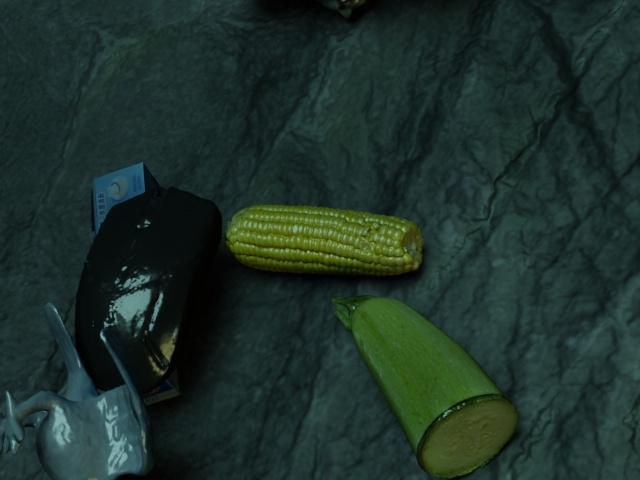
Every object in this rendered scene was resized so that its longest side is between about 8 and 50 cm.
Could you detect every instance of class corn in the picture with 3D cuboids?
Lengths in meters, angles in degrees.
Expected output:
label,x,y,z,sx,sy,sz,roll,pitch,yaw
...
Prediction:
label,x,y,z,sx,sy,sz,roll,pitch,yaw
corn,0.000,0.000,1.228,0.206,0.067,0.067,3,59,26

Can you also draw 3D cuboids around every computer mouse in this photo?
label,x,y,z,sx,sy,sz,roll,pitch,yaw
computer mouse,-0.170,0.040,1.212,0.122,0.073,0.217,2,56,19

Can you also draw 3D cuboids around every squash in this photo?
label,x,y,z,sx,sy,sz,roll,pitch,yaw
squash,0.072,0.108,1.116,0.094,0.094,0.224,-39,44,-4

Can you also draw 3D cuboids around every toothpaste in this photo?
label,x,y,z,sx,sy,sz,roll,pitch,yaw
toothpaste,-0.190,0.042,1.299,0.066,0.053,0.272,-18,51,8

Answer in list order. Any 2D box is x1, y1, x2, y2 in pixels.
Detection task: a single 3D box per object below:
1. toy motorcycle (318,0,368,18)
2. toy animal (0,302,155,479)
label,x,y,z,sx,sy,sz,roll,pitch,yaw
toy motorcycle,0.021,-0.378,1.405,0.319,0.182,0.241,-1,57,26
toy animal,-0.211,0.184,1.146,0.239,0.176,0.256,-34,48,48
